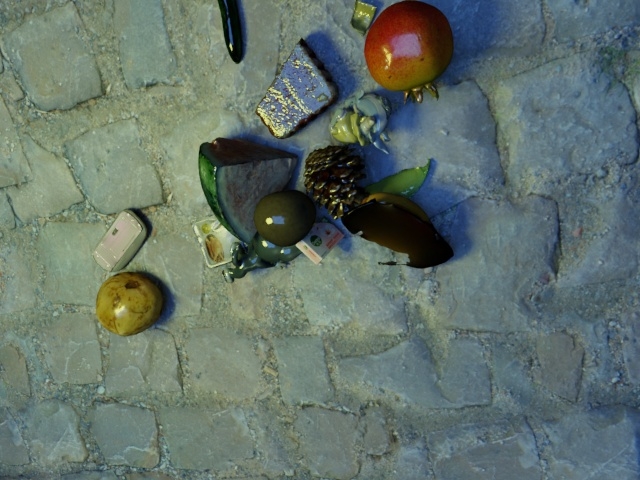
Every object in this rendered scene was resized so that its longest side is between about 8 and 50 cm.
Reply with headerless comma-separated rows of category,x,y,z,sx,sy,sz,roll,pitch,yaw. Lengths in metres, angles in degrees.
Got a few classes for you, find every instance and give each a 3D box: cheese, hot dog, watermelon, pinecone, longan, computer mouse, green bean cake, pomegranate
cheese,0.107,-0.590,1.375,0.060,0.041,0.084,22,97,1
hot dog,0.208,-0.039,1.426,0.194,0.107,0.326,-29,128,27
watermelon,-0.228,-0.159,1.507,0.293,0.283,0.250,5,126,-26
pinecone,0.043,-0.163,1.426,0.179,0.184,0.204,-10,98,49
longan,-0.096,-0.065,1.436,0.167,0.187,0.167,20,131,25
computer mouse,-0.675,0.002,1.737,0.126,0.056,0.245,42,111,2
green bean cake,-0.078,-0.414,1.442,0.233,0.097,0.198,-38,94,21
pomegranate,0.227,-0.464,1.291,0.221,0.221,0.256,-19,107,19
pomegranate,-0.637,0.218,1.718,0.215,0.215,0.215,4,106,14

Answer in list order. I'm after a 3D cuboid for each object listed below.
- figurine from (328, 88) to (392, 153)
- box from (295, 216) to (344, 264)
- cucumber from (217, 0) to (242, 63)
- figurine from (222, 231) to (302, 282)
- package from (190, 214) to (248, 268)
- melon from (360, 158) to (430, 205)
figurine,0.113,-0.316,1.390,0.184,0.128,0.208,-38,52,21
box,0.000,0.000,1.518,0.089,0.125,0.043,42,143,0
cucumber,-0.262,-0.647,1.453,0.056,0.056,0.284,-6,107,17
figurine,-0.195,0.018,1.568,0.265,0.140,0.193,-28,80,-6
package,-0.316,-0.009,1.652,0.173,0.027,0.171,-18,97,16
melon,0.209,-0.147,1.475,0.262,0.053,0.114,-33,76,17
